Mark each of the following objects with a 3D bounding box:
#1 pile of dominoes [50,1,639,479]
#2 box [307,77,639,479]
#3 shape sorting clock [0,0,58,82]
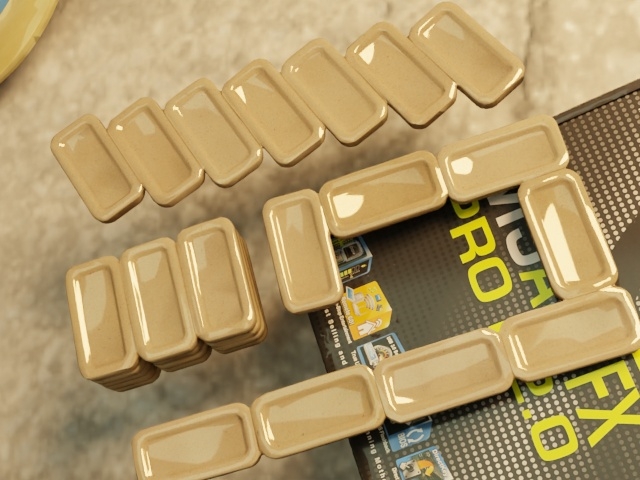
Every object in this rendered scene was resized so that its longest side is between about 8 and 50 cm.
[{"bbox_3d":[0.000,0.000,0.462,0.251,0.040,0.196,-17,70,5],"label":"pile of dominoes"},{"bbox_3d":[0.124,0.080,0.437,0.216,0.060,0.270,-23,70,13],"label":"box"},{"bbox_3d":[-0.249,-0.185,0.642,0.206,0.040,0.206,-3,81,22],"label":"shape sorting clock"}]
